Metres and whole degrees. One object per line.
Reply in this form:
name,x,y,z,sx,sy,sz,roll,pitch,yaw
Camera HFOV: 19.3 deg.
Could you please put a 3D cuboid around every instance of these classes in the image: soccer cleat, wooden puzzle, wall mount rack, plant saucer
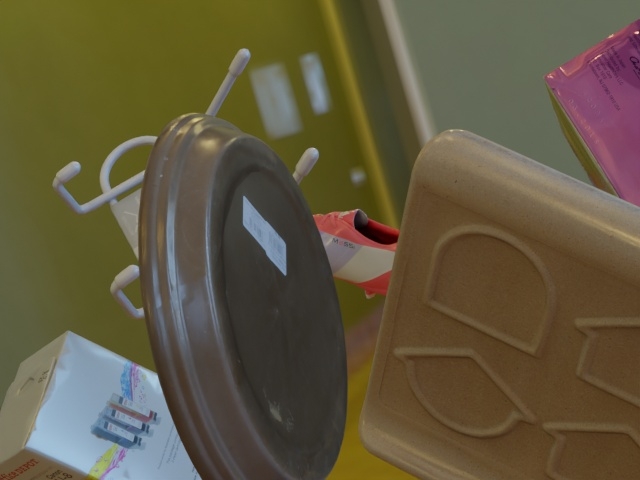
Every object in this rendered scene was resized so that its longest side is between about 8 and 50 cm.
soccer cleat,0.000,0.000,2.045,0.248,0.095,0.083,13,24,16
wooden puzzle,0.207,0.098,1.580,0.322,0.348,0.080,25,40,16
wall mount rack,-0.160,-0.065,2.371,0.304,0.350,0.130,-32,-37,-2
plant saucer,-0.042,0.048,1.237,0.041,0.278,0.278,-13,5,19

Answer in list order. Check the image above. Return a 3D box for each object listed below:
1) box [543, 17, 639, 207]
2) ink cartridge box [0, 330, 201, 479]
box,0.335,-0.078,1.888,0.117,0.214,0.243,-31,-15,4
ink cartridge box,-0.207,0.189,1.771,0.128,0.176,0.127,-33,33,55
